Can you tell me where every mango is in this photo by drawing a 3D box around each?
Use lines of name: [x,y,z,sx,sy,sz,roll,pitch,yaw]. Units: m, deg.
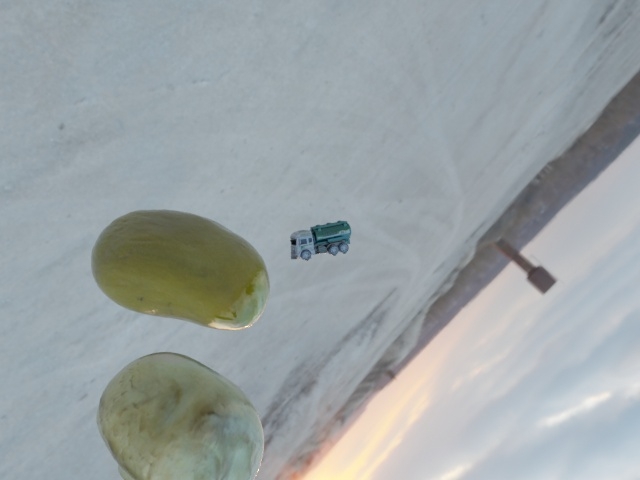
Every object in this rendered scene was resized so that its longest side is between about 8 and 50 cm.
mango: [-0.209,0.039,1.025,0.195,0.331,0.142,-47,142,-47]

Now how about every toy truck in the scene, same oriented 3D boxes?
toy truck: [0.000,0.000,0.886,0.083,0.044,0.039,-11,-173,-19]

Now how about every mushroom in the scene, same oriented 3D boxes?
mushroom: [-0.114,0.157,0.550,0.112,0.148,0.148,-50,169,-12]
